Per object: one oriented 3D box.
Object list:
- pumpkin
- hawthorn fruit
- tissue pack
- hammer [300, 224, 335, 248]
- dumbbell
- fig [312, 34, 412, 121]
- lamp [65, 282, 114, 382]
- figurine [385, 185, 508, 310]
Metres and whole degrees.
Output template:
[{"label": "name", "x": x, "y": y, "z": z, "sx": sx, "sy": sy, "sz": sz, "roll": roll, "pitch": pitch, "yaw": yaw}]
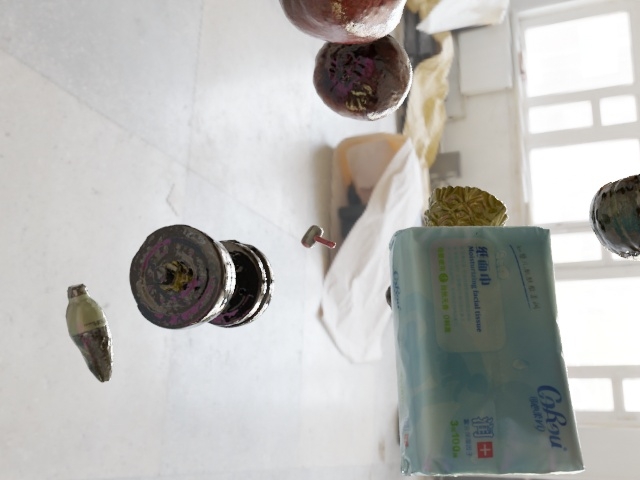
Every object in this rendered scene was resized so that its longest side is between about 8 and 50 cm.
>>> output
[{"label": "pumpkin", "x": 0.592, "y": -0.051, "z": 1.225, "sx": 0.238, "sy": 0.238, "sz": 0.159, "roll": 6, "pitch": 66, "yaw": -67}, {"label": "hawthorn fruit", "x": 0.065, "y": -0.516, "z": 1.382, "sx": 0.307, "sy": 0.265, "sz": 0.265, "roll": 3, "pitch": 81, "yaw": -36}, {"label": "tissue pack", "x": 0.170, "y": 0.116, "z": 0.752, "sx": 0.089, "sy": 0.177, "sz": 0.263, "roll": 95, "pitch": -7, "yaw": -73}, {"label": "hammer", "x": 0.000, "y": 0.000, "z": 1.413, "sx": 0.052, "sy": 0.083, "sz": 0.031, "roll": -57, "pitch": 137, "yaw": -10}, {"label": "dumbbell", "x": -0.214, "y": 0.076, "z": 1.321, "sx": 0.388, "sy": 0.185, "sz": 0.185, "roll": 26, "pitch": 61, "yaw": -75}, {"label": "fig", "x": 0.110, "y": -0.402, "z": 1.697, "sx": 0.263, "sy": 0.224, "sz": 0.224, "roll": 11, "pitch": 71, "yaw": -33}, {"label": "lamp", "x": -0.559, "y": 0.225, "z": 1.702, "sx": 0.101, "sy": 0.101, "sz": 0.250, "roll": -19, "pitch": 92, "yaw": -67}, {"label": "figurine", "x": 0.251, "y": 0.053, "z": 1.469, "sx": 0.315, "sy": 0.187, "sz": 0.168, "roll": -60, "pitch": 143, "yaw": -26}]
